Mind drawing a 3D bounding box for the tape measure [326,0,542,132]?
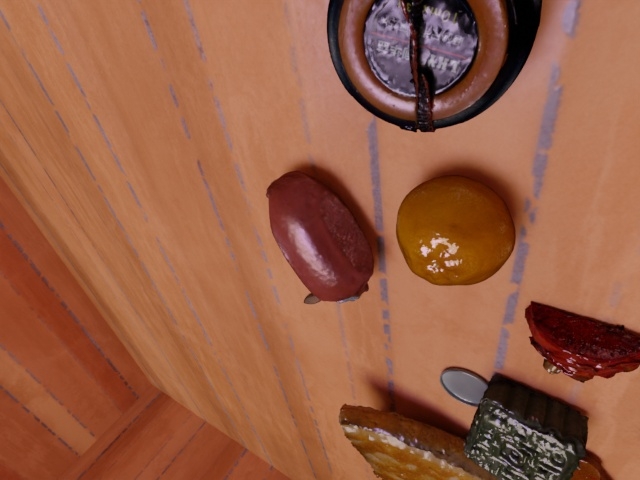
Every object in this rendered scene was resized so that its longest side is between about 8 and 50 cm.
[{"bbox_3d":[0.109,-0.224,0.404,0.202,0.135,0.222,20,140,12],"label":"tape measure"}]

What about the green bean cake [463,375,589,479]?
[{"bbox_3d":[0.363,0.363,0.733,0.173,0.094,0.181,23,123,27],"label":"green bean cake"}]

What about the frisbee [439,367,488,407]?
[{"bbox_3d":[0.300,0.301,0.833,0.110,0.014,0.110,24,138,24],"label":"frisbee"}]

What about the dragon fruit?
[{"bbox_3d":[0.374,0.170,0.591,0.162,0.083,0.106,15,137,28],"label":"dragon fruit"}]

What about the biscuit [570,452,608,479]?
[{"bbox_3d":[0.466,0.443,0.796,0.280,0.043,0.183,33,138,9],"label":"biscuit"}]

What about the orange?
[{"bbox_3d":[0.175,-0.007,0.548,0.159,0.136,0.158,23,140,20],"label":"orange"}]

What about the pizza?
[{"bbox_3d":[0.240,0.568,1.055,0.440,0.130,0.405,21,139,10],"label":"pizza"}]

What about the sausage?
[{"bbox_3d":[0.000,0.000,0.706,0.148,0.148,0.254,-14,115,48],"label":"sausage"}]

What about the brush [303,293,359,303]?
[{"bbox_3d":[0.014,0.121,0.911,0.070,0.021,0.196,49,144,-10],"label":"brush"}]
